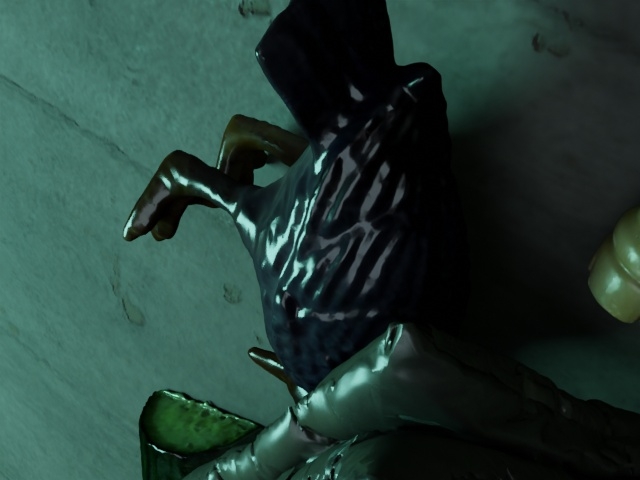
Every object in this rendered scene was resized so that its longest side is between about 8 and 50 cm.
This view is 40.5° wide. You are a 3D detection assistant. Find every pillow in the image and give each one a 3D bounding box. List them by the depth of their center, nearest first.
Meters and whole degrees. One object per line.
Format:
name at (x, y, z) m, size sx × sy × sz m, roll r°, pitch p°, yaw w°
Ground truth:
pillow at (0.037, 0.162, 0.474) m, size 0.228 × 0.101 × 0.326 m, roll 21°, pitch 142°, yaw -25°

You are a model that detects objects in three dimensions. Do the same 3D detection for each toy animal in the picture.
toy animal at (0.000, 0.000, 0.468) m, size 0.185 × 0.122 × 0.298 m, roll 42°, pitch 139°, yaw 18°

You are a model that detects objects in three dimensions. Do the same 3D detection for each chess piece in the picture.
chess piece at (0.162, -0.018, 0.374) m, size 0.066 × 0.066 × 0.122 m, roll 37°, pitch 137°, yaw 17°

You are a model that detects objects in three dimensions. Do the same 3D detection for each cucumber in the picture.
cucumber at (-0.109, 0.240, 0.725) m, size 0.115 × 0.063 × 0.244 m, roll 21°, pitch 126°, yaw 29°
